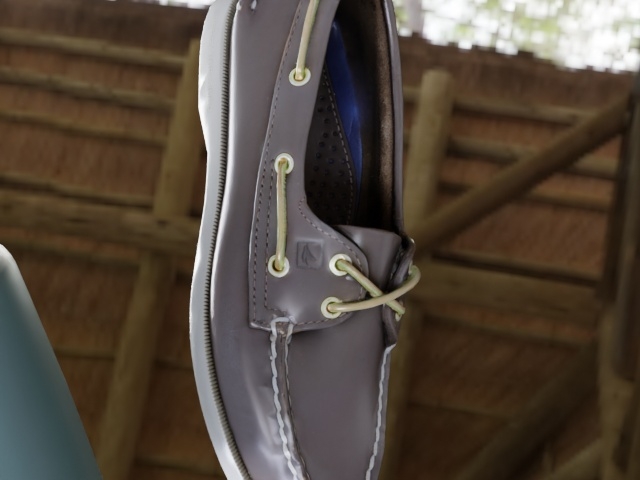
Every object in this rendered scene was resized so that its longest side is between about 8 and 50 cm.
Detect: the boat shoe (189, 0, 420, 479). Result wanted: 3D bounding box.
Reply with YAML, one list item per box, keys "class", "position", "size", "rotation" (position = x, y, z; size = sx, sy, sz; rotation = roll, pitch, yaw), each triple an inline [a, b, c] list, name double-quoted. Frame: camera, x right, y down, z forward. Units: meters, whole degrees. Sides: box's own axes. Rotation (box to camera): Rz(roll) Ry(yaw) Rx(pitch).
- class: "boat shoe"
  position: [0.000, 0.000, 0.835]
  size: [0.097, 0.324, 0.117]
  rotation: [-15, 161, 41]

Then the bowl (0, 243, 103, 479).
- class: "bowl"
  position: [-0.250, 0.069, 0.683]
  size: [0.312, 0.163, 0.311]
  rotation: [0, -167, 0]
